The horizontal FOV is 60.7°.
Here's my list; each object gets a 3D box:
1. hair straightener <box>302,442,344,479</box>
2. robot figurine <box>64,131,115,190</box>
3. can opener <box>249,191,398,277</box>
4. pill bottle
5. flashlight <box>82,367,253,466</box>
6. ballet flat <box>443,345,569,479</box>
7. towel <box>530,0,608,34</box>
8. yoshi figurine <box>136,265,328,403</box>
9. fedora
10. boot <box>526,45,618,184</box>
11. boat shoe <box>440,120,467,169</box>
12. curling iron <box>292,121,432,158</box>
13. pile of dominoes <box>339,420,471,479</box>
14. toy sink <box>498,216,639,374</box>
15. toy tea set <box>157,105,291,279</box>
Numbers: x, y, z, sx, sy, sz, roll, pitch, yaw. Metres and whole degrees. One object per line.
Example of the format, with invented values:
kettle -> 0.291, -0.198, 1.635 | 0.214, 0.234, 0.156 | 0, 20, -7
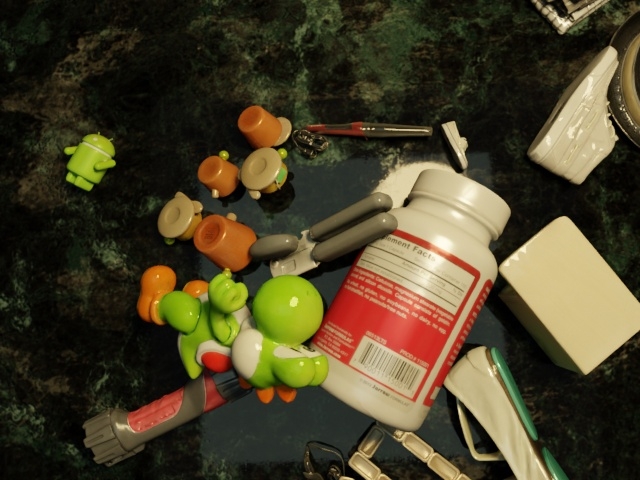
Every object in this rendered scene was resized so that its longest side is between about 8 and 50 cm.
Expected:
hair straightener -> 0.035, 0.476, 0.996 | 0.089, 0.047, 0.230 | -21, 77, -18
robot figurine -> -0.450, -0.157, 1.072 | 0.101, 0.067, 0.115 | 25, 84, 25
can opener -> 0.000, 0.000, 0.925 | 0.281, 0.093, 0.074 | -24, 66, 33
pill bottle -> 0.156, 0.093, 0.940 | 0.229, 0.229, 0.407 | 29, 84, 5
flashlight -> -0.279, 0.295, 0.995 | 0.304, 0.103, 0.103 | -25, 56, 0
ballet flat -> 0.345, 0.384, 0.961 | 0.139, 0.139, 0.400 | -27, 79, -2
towel -> 0.520, -0.587, 1.070 | 0.284, 0.121, 0.235 | -35, 82, -3
yoshi figurine -> -0.127, 0.114, 0.901 | 0.362, 0.202, 0.204 | 16, 39, 36
fedora -> 0.704, -0.320, 1.014 | 0.335, 0.152, 0.333 | 0, 82, 2
boot -> 0.518, -0.233, 1.049 | 0.123, 0.095, 0.258 | 34, 93, 0
boat shoe -> 0.271, -0.188, 1.071 | 0.035, 0.035, 0.100 | -22, 76, 2
curling iron -> 0.082, -0.204, 1.078 | 0.274, 0.035, 0.068 | -5, 87, 2
pile of dominoes -> 0.155, 0.467, 0.987 | 0.251, 0.040, 0.196 | 37, 73, 11
toy sink -> 0.427, 0.094, 0.981 | 0.153, 0.131, 0.234 | -39, 88, -3
toy tea set -> -0.148, -0.091, 1.052 | 0.200, 0.124, 0.336 | 36, 88, 35
